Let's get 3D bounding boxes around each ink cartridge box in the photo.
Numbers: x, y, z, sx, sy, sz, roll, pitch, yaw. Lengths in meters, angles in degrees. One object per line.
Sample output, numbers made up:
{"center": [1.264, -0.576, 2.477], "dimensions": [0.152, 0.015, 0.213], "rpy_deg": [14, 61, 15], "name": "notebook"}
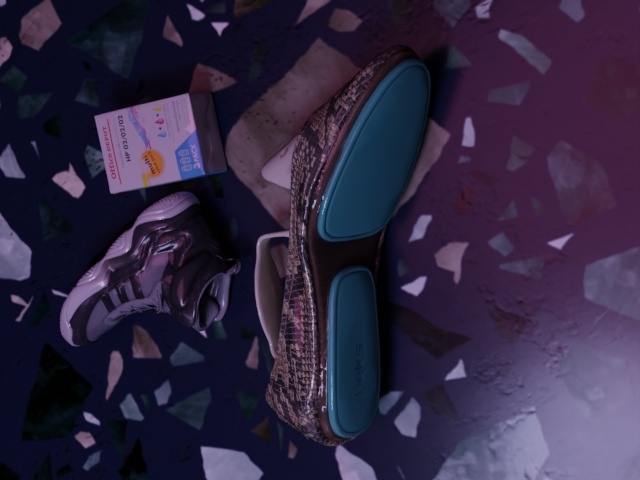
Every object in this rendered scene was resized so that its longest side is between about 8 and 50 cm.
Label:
{"center": [-0.218, -0.120, 1.663], "dimensions": [0.181, 0.062, 0.104], "rpy_deg": [-10, 93, 26], "name": "ink cartridge box"}

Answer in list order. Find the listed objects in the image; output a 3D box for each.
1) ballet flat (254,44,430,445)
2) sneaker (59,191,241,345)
{"center": [0.000, 0.000, 1.539], "dimensions": [0.182, 0.164, 0.482], "rpy_deg": [19, 108, 38], "name": "ballet flat"}
{"center": [-0.215, 0.075, 1.666], "dimensions": [0.153, 0.101, 0.268], "rpy_deg": [48, 111, 14], "name": "sneaker"}
